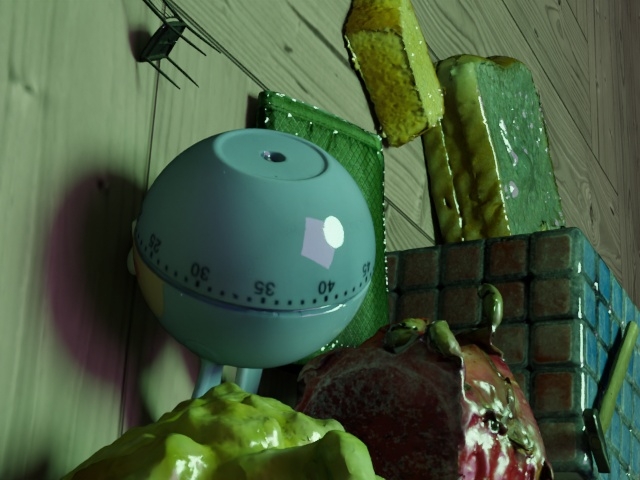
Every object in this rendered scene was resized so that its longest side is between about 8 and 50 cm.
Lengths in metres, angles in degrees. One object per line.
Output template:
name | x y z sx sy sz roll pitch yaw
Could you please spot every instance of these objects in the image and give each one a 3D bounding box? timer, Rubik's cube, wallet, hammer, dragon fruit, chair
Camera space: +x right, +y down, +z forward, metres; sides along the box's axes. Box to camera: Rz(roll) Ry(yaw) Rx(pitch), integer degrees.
timer | -0.069 0.037 0.765 0.175 0.255 0.175 26 36 -20
Rubik's cube | 0.181 0.148 1.117 0.237 0.238 0.237 43 49 -51
wallet | -0.002 0.000 0.974 0.160 0.055 0.236 20 63 -48
hammer | 0.266 0.130 1.014 0.199 0.013 0.062 -46 124 -55
dragon fruit | 0.059 0.160 0.868 0.147 0.211 0.282 15 89 -42
chair | -0.115 -0.148 0.810 0.086 0.042 0.037 48 23 8

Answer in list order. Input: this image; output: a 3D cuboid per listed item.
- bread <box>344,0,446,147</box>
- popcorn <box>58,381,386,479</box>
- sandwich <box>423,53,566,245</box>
bread | 0.085 -0.181 1.214 0.103 0.065 0.187 -71 147 -52
popcorn | -0.053 0.206 0.598 0.237 0.293 0.293 24 60 -40
sandwich | 0.225 -0.105 1.447 0.301 0.099 0.271 -19 101 -64
